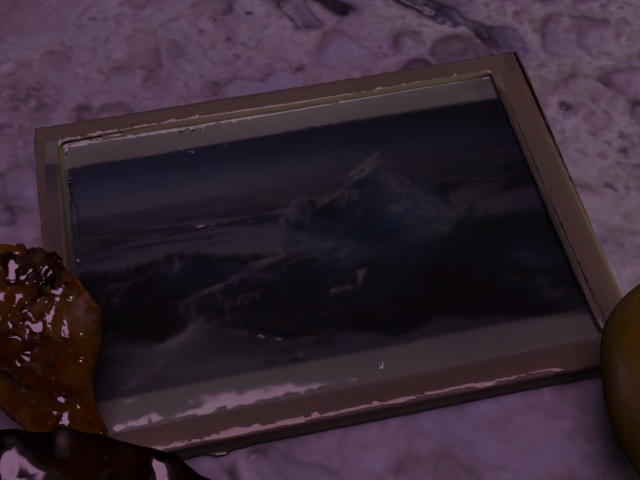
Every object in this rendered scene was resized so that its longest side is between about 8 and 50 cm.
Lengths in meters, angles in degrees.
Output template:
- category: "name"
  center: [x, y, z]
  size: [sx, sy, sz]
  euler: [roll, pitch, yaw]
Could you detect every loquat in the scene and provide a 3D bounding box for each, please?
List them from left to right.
- category: "loquat"
  center: [0.267, 0.104, 0.670]
  size: [0.152, 0.152, 0.195]
  euler: [-9, 59, -6]

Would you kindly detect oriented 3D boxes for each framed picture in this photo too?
- category: "framed picture"
  center: [0.000, 0.000, 0.812]
  size: [0.446, 0.028, 0.326]
  euler: [-11, 57, -7]

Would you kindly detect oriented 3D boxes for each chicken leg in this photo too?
- category: "chicken leg"
  center: [-0.186, 0.106, 0.685]
  size: [0.107, 0.087, 0.251]
  euler: [-31, 67, 2]

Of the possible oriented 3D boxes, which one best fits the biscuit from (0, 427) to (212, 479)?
- category: "biscuit"
  center: [-0.147, 0.298, 0.501]
  size: [0.407, 0.091, 0.407]
  euler: [11, 58, -19]
